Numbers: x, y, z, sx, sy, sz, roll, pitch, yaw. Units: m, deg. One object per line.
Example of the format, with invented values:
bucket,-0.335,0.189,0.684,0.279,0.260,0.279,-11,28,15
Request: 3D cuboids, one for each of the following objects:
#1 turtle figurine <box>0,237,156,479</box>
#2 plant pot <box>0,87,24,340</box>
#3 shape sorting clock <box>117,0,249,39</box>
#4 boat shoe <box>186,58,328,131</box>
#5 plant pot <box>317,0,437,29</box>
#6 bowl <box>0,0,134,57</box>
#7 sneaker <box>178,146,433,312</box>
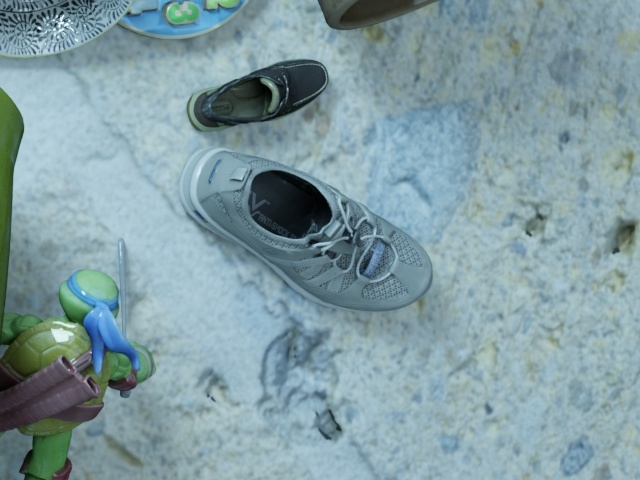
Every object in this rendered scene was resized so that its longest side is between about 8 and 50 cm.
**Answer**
turtle figurine,-0.258,0.120,1.574,0.197,0.274,0.266,11,109,-51
plant pot,-0.393,0.024,1.377,0.366,0.366,0.353,25,70,-28
shape sorting clock,-0.139,-0.290,1.645,0.206,0.040,0.206,-2,94,-29
boat shoe,-0.052,-0.137,1.697,0.152,0.049,0.056,-23,103,-26
plant pot,0.078,-0.353,1.666,0.263,0.263,0.229,-24,87,-25
bowl,-0.248,-0.244,1.547,0.170,0.170,0.080,-2,56,-29
sneaker,0.000,0.000,1.697,0.281,0.115,0.105,23,82,-28
